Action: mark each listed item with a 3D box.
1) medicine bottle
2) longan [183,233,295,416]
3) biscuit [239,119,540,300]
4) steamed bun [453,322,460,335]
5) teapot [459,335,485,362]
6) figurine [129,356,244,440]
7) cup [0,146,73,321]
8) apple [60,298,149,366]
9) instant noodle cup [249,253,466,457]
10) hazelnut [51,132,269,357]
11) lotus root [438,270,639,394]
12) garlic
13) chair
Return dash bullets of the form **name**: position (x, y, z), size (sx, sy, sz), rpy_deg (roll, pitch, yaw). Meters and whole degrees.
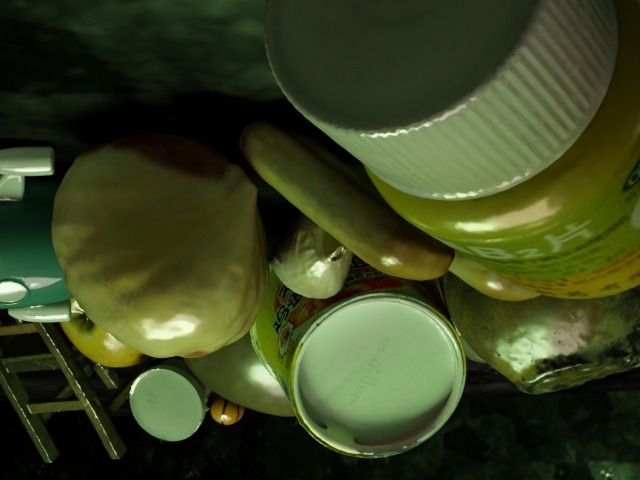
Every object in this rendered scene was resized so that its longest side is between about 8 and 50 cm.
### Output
- **medicine bottle**: position (0.139, -0.098, 0.723), size (0.224, 0.224, 0.384), rpy_deg (-8, 161, 29)
- **longan**: position (-0.079, 0.125, 1.443), size (0.243, 0.300, 0.300), rpy_deg (-32, 176, -22)
- **biscuit**: position (0.068, -0.029, 1.006), size (0.237, 0.062, 0.291), rpy_deg (13, -163, -41)
- **steamed bun**: position (0.165, 0.063, 1.408), size (0.239, 0.152, 0.170), rpy_deg (-5, 162, 11)
- **teapot**: position (0.318, 0.152, 1.773), size (0.166, 0.130, 0.119), rpy_deg (-29, -163, -3)
- **figurine**: position (-0.183, 0.213, 1.581), size (0.176, 0.133, 0.236), rpy_deg (24, -159, 7)
- **cup**: position (-0.328, 0.002, 1.217), size (0.173, 0.167, 0.299), rpy_deg (-1, 138, -10)
- **apple**: position (-0.314, 0.101, 1.522), size (0.182, 0.182, 0.155), rpy_deg (-6, 180, 24)
- **instant noodle cup**: position (0.051, 0.123, 1.212), size (0.264, 0.264, 0.200), rpy_deg (4, -165, -9)
- **hazelnut**: position (-0.153, 0.004, 1.075), size (0.241, 0.261, 0.261), rpy_deg (-29, 153, 20)
- **lotus root**: position (0.234, 0.028, 1.084), size (0.267, 0.260, 0.149), rpy_deg (-8, 161, 29)
- **garlic**: position (-0.005, 0.010, 1.088), size (0.087, 0.101, 0.195), rpy_deg (25, -165, -3)
- **chair**: position (-0.442, 0.143, 1.729), size (0.203, 0.416, 0.240), rpy_deg (-8, -154, 32)
